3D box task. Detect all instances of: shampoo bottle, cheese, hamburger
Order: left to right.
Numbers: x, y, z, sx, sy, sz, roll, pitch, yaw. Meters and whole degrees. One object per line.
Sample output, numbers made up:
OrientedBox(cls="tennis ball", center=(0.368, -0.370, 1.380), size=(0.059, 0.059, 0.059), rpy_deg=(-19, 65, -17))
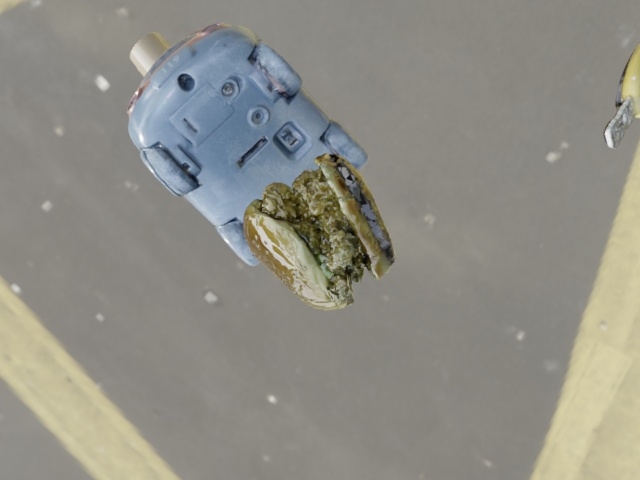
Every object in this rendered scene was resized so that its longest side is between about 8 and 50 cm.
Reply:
OrientedBox(cls="shampoo bottle", center=(-0.213, -0.231, 2.065), size=(0.257, 0.078, 0.127), rpy_deg=(48, 179, 11))
OrientedBox(cls="hamburger", center=(0.000, 0.000, 1.284), size=(0.159, 0.131, 0.185), rpy_deg=(59, 172, -15))
OrientedBox(cls="cheese", center=(0.366, -0.167, 1.438), size=(0.036, 0.162, 0.086), rpy_deg=(13, 140, 35))

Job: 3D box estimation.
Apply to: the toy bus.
OrientedBox(cls="toy bus", center=(-0.102, -0.132, 1.489), size=(0.294, 0.197, 0.232), rpy_deg=(44, -176, -34))
